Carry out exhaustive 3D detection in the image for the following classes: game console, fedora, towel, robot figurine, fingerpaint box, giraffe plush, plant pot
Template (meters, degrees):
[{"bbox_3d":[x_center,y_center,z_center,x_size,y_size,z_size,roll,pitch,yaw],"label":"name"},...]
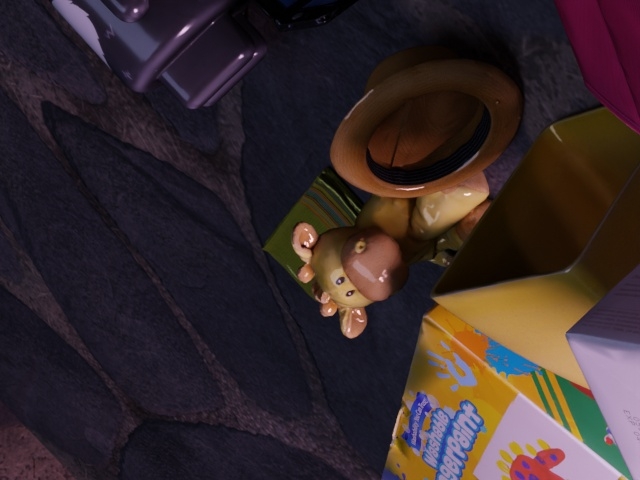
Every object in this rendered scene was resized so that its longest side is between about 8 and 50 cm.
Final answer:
[{"bbox_3d":[-0.001,-0.250,1.642,0.107,0.122,0.071,1,126,56],"label":"game console"},{"bbox_3d":[0.092,-0.121,1.672,0.194,0.194,0.079,94,166,-54],"label":"fedora"},{"bbox_3d":[0.000,0.000,2.068,0.102,0.021,0.237,49,153,4],"label":"towel"},{"bbox_3d":[-0.184,-0.263,1.843,0.278,0.173,0.209,48,154,1],"label":"robot figurine"},{"bbox_3d":[0.260,0.253,1.842,0.371,0.163,0.445,39,151,19],"label":"fingerpaint box"},{"bbox_3d":[0.060,-0.003,1.809,0.181,0.170,0.210,48,153,4],"label":"giraffe plush"},{"bbox_3d":[0.260,0.020,1.521,0.187,0.212,0.212,44,155,-17],"label":"plant pot"}]

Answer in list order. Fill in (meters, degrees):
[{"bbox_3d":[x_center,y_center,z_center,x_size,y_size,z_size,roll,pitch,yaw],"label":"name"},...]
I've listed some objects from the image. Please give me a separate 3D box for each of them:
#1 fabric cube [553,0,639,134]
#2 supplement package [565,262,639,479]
[{"bbox_3d":[0.262,-0.218,1.056,0.259,0.254,0.258,-117,1,-66],"label":"fabric cube"},{"bbox_3d":[0.357,0.059,1.305,0.175,0.293,0.177,6,130,54],"label":"supplement package"}]
